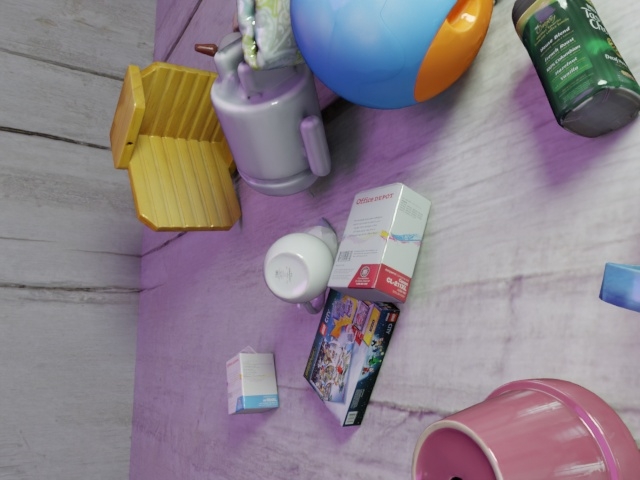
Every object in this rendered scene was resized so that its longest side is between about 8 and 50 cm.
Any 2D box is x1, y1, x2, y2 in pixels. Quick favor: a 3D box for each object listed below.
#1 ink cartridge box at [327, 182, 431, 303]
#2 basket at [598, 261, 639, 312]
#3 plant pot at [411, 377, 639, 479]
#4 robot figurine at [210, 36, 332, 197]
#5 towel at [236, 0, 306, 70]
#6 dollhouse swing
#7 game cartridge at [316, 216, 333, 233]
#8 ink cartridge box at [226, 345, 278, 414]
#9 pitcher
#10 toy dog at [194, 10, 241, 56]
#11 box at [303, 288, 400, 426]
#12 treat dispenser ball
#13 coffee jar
[{"bbox_3d":[0.096,0.007,0.863,0.127,0.072,0.175,-6,62,58],"label":"ink cartridge box"},{"bbox_3d":[0.352,0.057,0.321,0.288,0.254,0.201,10,96,40],"label":"basket"},{"bbox_3d":[0.208,0.254,0.571,0.201,0.180,0.202,-18,68,55],"label":"plant pot"},{"bbox_3d":[-0.094,-0.231,1.066,0.300,0.199,0.354,38,156,35],"label":"robot figurine"},{"bbox_3d":[-0.010,-0.489,0.867,0.090,0.320,0.375,20,122,37],"label":"towel"},{"bbox_3d":[-0.335,-0.237,1.407,0.315,0.346,0.305,-56,50,36],"label":"dollhouse swing"},{"bbox_3d":[0.000,0.000,1.116,0.083,0.017,0.056,-67,32,25],"label":"game cartridge"},{"bbox_3d":[-0.163,0.328,1.244,0.092,0.089,0.143,-38,52,49],"label":"ink cartridge box"},{"bbox_3d":[-0.028,0.070,0.996,0.125,0.207,0.178,-2,97,15],"label":"pitcher"},{"bbox_3d":[-0.196,-0.397,1.247,0.334,0.160,0.220,98,177,-64],"label":"toy dog"},{"bbox_3d":[0.050,0.193,0.967,0.159,0.044,0.233,39,117,55],"label":"box"},{"bbox_3d":[0.099,-0.337,0.761,0.288,0.288,0.289,-17,70,56],"label":"treat dispenser ball"},{"bbox_3d":[0.291,-0.215,0.609,0.079,0.096,0.185,-40,52,45],"label":"coffee jar"}]
